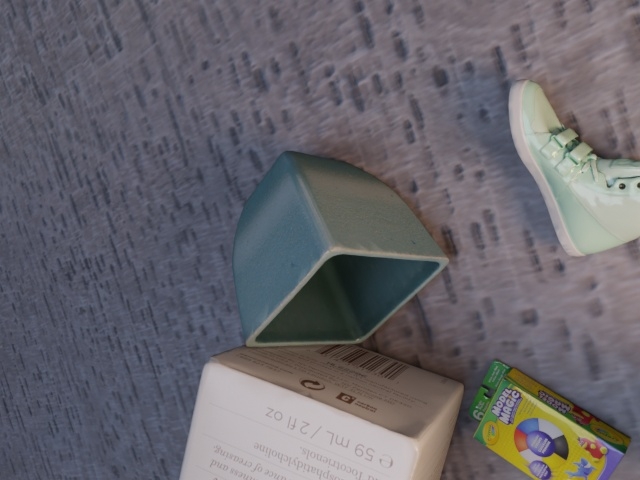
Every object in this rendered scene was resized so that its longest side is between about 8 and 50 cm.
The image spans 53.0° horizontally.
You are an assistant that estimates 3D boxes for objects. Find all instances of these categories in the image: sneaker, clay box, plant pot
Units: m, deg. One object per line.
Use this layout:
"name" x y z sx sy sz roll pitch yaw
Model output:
"sneaker" 0.351 -0.112 0.828 0.151 0.094 0.255 -20 100 44
"clay box" 0.335 0.295 0.984 0.222 0.053 0.127 30 118 26
"plant pot" 0.000 0.000 1.038 0.247 0.248 0.252 -50 50 35

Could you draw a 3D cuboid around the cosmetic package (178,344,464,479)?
"cosmetic package" -0.003 0.387 1.009 0.330 0.327 0.393 16 98 21
